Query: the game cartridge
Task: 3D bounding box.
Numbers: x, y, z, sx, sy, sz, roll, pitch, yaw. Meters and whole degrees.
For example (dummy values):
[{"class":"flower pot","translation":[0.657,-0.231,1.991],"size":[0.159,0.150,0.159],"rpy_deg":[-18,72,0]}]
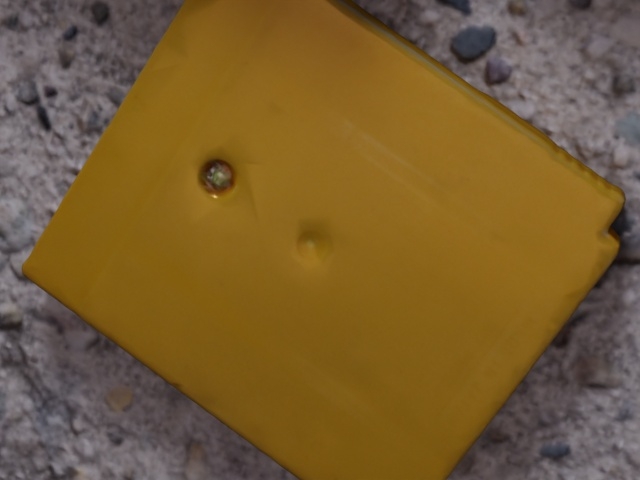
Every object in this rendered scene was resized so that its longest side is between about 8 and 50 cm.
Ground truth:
[{"class":"game cartridge","translation":[0.000,0.000,0.860],"size":[0.324,0.053,0.285],"rpy_deg":[36,106,4]}]
